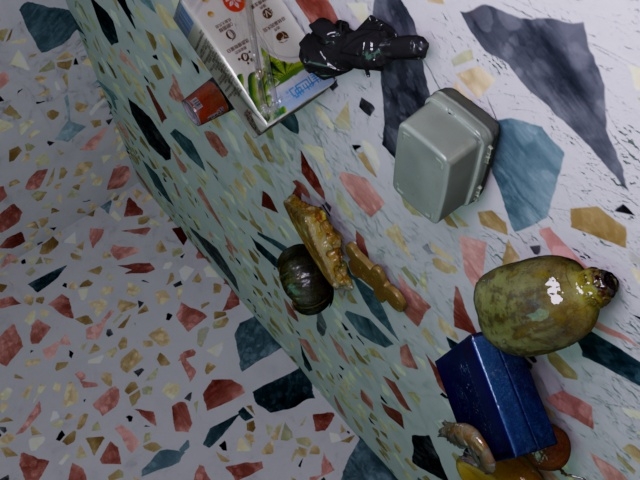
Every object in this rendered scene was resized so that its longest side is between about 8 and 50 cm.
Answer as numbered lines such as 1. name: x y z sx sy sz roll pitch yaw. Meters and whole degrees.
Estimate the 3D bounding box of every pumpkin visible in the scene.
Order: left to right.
1. pumpkin: -0.041 0.124 2.245 0.238 0.159 0.238 63 -179 -1

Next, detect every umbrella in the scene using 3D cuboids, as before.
1. umbrella: 0.070 -0.339 1.249 0.340 0.118 0.118 24 146 56

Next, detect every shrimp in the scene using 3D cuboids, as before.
1. shrimp: 0.324 0.460 1.578 0.126 0.047 0.223 60 164 -1

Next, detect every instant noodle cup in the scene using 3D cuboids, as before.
1. instant noodle cup: -0.319 -0.401 2.039 0.127 0.135 0.127 46 161 21

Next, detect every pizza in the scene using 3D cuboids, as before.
1. pizza: -0.006 0.002 2.047 0.258 0.087 0.268 68 168 -22

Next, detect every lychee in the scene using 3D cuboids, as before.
1. lychee: 0.515 0.475 1.588 0.114 0.101 0.140 19 123 58

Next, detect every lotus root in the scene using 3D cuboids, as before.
1. lotus root: 0.379 0.106 1.228 0.173 0.173 0.309 54 154 1

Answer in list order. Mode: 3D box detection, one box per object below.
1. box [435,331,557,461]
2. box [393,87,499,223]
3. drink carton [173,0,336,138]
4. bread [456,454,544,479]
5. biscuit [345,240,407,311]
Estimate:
1. box: 0.378 0.351 1.572 0.279 0.116 0.262 110 145 -67
2. box: 0.212 -0.141 1.212 0.148 0.129 0.210 44 158 24
3. drink carton: -0.145 -0.411 1.506 0.325 0.194 0.132 56 163 -6
4. bread: 0.487 0.630 1.876 0.269 0.142 0.195 24 142 53
5. biscuit: 0.156 0.105 1.931 0.240 0.035 0.158 44 161 30
